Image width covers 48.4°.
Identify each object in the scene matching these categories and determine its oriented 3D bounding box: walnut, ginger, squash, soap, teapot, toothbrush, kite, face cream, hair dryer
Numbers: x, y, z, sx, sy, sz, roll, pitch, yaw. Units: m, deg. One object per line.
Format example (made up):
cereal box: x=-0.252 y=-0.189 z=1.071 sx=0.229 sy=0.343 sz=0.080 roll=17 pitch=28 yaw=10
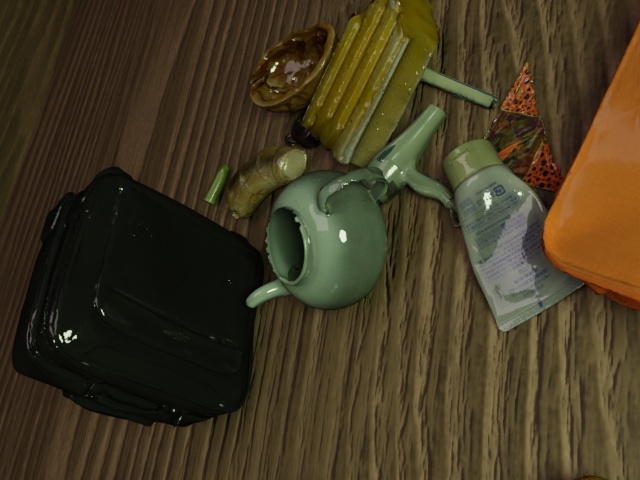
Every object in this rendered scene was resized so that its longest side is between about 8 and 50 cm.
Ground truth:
walnut: x=-0.029 y=-0.290 z=1.259 sx=0.211 sy=0.087 sz=0.167 roll=-6 pitch=57 yaw=45
ginger: x=-0.099 y=-0.109 z=1.247 sx=0.190 sy=0.069 sz=0.095 roll=-39 pitch=68 yaw=25
squash: x=-0.200 y=-0.111 z=1.397 sx=0.027 sy=0.027 sz=0.083 roll=17 pitch=81 yaw=52
soap: x=0.078 y=-0.253 z=1.083 sx=0.258 sy=0.080 sz=0.160 roll=-62 pitch=38 yaw=19
teapot: x=0.000 y=0.000 z=0.978 sx=0.193 sy=0.129 sz=0.294 roll=63 pitch=142 yaw=25
toothbrush: x=0.161 y=-0.245 z=1.061 sx=0.294 sy=0.028 sz=0.026 roll=43 pitch=119 yaw=51
kite: x=0.238 y=-0.120 z=0.915 sx=0.125 sy=0.008 sz=0.222 roll=-30 pitch=48 yaw=35
face cream: x=0.217 y=-0.013 z=0.845 sx=0.114 sy=0.070 sz=0.224 roll=-38 pitch=56 yaw=28
hair dryer: x=0.159 y=-0.108 z=0.973 sx=0.199 sy=0.067 sz=0.167 roll=18 pitch=76 yaw=41
teapot: x=-0.026 y=-0.195 z=1.233 sx=0.100 sy=0.045 sz=0.068 roll=-32 pitch=45 yaw=31

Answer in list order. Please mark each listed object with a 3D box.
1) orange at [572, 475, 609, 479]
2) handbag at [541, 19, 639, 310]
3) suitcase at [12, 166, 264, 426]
orange: x=0.242 y=0.251 z=0.635 sx=0.085 sy=0.085 sz=0.085 roll=-27 pitch=50 yaw=37
handbag: x=0.408 y=-0.108 z=0.634 sx=0.303 sy=0.116 sz=0.410 roll=25 pitch=89 yaw=49
suitcase: x=-0.260 y=0.102 z=1.075 sx=0.188 sy=0.345 sz=0.339 roll=-21 pitch=51 yaw=36
